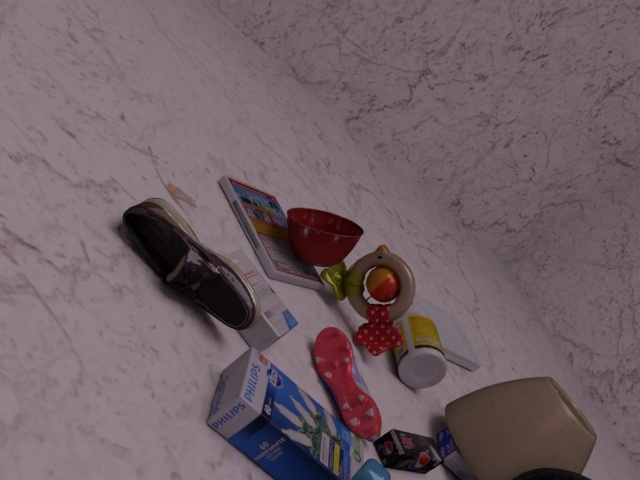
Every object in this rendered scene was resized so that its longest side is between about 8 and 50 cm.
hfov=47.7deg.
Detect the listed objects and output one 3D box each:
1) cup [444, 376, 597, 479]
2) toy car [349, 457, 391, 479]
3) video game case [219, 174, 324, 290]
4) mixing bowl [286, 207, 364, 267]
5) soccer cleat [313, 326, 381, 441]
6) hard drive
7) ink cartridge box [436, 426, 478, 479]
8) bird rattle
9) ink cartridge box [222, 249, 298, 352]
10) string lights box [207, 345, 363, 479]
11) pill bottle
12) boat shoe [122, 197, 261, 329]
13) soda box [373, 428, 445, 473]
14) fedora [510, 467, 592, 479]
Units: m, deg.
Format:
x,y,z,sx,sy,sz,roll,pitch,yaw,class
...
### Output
x,y,z,sx,sy,sz,roll,pitch,yaw,class
0.481,0.448,1.661,0.331,0.237,0.331,46,14,-14,cup
0.106,0.441,1.053,0.219,0.210,0.238,42,4,13,toy car
-0.112,-0.016,1.677,0.204,0.025,0.285,20,35,-56,video game case
0.000,0.000,1.659,0.182,0.098,0.181,14,17,-4,mixing bowl
0.052,0.280,1.422,0.248,0.083,0.095,62,-3,41,soccer cleat
0.356,0.271,2.174,0.308,0.040,0.203,30,26,-46,hard drive
0.351,0.524,1.654,0.207,0.046,0.097,46,17,-14,ink cartridge box
0.124,0.127,1.672,0.143,0.207,0.253,16,34,-57,bird rattle
-0.131,0.110,1.331,0.180,0.060,0.104,52,19,6,ink cartridge box
-0.047,0.301,1.127,0.260,0.077,0.133,44,21,-16,string lights box
0.238,0.258,1.802,0.119,0.119,0.208,42,21,-23,pill bottle
-0.220,0.046,1.201,0.285,0.103,0.092,48,23,5,boat shoe
0.179,0.423,1.448,0.169,0.053,0.060,27,29,-48,soda box
0.466,0.635,1.443,0.152,0.334,0.334,82,-14,-53,fedora
